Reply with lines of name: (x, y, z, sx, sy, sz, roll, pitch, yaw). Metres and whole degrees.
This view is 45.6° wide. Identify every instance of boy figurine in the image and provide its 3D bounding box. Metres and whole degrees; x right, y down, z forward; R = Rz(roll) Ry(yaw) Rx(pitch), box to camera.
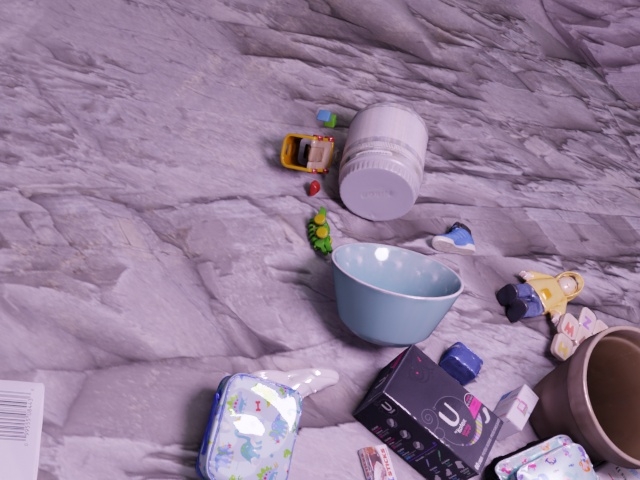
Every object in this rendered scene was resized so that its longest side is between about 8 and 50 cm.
boy figurine: (0.631, 0.157, 2.130, 0.285, 0.092, 0.177, -9, 61, -32)

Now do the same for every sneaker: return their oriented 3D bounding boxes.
sneaker: (0.363, -0.013, 2.108, 0.152, 0.058, 0.084, 11, 59, -30)
sneaker: (-0.058, 0.322, 1.616, 0.212, 0.080, 0.094, 0, 70, -23)

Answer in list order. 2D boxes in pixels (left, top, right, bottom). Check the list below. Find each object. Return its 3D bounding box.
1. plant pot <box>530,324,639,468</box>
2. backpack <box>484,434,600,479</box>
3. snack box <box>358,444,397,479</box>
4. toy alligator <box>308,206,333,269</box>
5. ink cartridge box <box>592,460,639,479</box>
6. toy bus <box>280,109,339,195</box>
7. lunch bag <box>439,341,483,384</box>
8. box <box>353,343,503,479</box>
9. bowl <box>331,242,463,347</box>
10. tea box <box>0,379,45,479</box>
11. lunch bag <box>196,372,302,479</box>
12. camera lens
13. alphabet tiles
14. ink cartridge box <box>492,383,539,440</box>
plant pot: (0.664, 0.392, 1.827, 0.323, 0.280, 0.323, 9, 66, -22)
backpack: (0.517, 0.580, 1.688, 0.225, 0.191, 0.253, -18, 76, -15)
snack box: (0.135, 0.524, 1.610, 0.064, 0.022, 0.178, 1, 57, -32)
toy alligator: (0.000, 0.000, 1.891, 0.051, 0.056, 0.189, -14, 59, 9)
ink cartridge box: (0.733, 0.627, 1.830, 0.354, 0.119, 0.207, -16, 68, -37)
toy bus: (-0.033, -0.232, 1.994, 0.104, 0.202, 0.191, 13, 53, 16)
lunch bag: (0.351, 0.301, 1.871, 0.098, 0.067, 0.065, 41, 47, -1)
box: (0.239, 0.393, 1.685, 0.270, 0.143, 0.165, 40, 47, 1)
bowl: (0.161, 0.136, 1.763, 0.312, 0.163, 0.311, 10, 20, -4)
tea box: (-0.539, 0.405, 1.083, 0.220, 0.323, 0.329, 10, 54, -24)
lunch bag: (-0.139, 0.374, 1.478, 0.176, 0.090, 0.219, 20, 68, -20)
camera lens: (0.168, -0.217, 2.029, 0.219, 0.219, 0.274, 25, 48, -13)
alphabet tiles: (0.744, 0.331, 2.075, 0.284, 0.021, 0.278, 41, 55, -13)
ink cartridge box: (0.461, 0.417, 1.839, 0.052, 0.088, 0.122, 47, 48, 2)
